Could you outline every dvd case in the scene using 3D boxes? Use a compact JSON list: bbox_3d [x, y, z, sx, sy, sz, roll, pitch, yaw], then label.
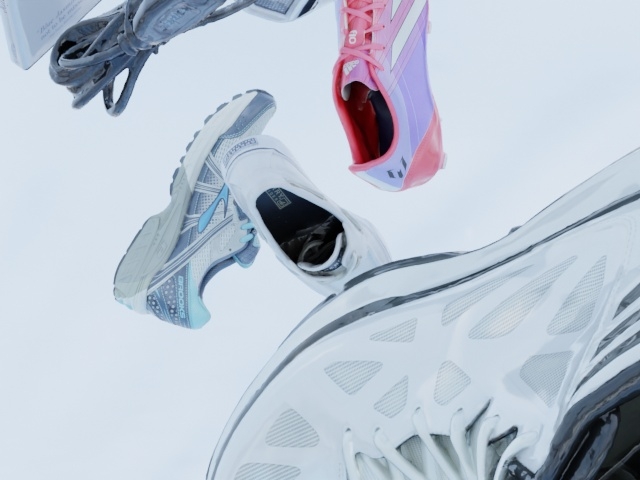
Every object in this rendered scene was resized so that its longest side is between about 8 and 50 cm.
[{"bbox_3d":[-0.198,-0.265,1.478,0.180,0.022,0.253,-47,164,-21],"label":"dvd case"}]

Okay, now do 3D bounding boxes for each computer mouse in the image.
[{"bbox_3d":[0.000,-0.106,0.608,0.193,0.042,0.106,-30,172,-43],"label":"computer mouse"}]

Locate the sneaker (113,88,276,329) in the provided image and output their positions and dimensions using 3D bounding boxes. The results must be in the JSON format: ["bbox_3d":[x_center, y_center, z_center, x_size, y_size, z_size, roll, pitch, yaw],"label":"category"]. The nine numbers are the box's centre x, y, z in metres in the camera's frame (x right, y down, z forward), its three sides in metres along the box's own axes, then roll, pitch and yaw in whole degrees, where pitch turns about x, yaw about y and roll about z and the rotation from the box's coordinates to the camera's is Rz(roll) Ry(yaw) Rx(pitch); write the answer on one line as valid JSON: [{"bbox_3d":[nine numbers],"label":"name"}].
[{"bbox_3d":[-0.108,-0.030,2.004,0.122,0.283,0.110,28,176,9],"label":"sneaker"}]

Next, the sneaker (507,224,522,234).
[{"bbox_3d":[0.258,0.003,1.638,0.051,0.170,0.089,-47,161,-59],"label":"sneaker"}]

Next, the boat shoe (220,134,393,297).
[{"bbox_3d":[0.000,0.000,1.814,0.096,0.088,0.267,-32,133,7],"label":"boat shoe"}]

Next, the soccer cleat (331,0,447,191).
[{"bbox_3d":[0.043,-0.161,1.489,0.083,0.248,0.095,-17,167,35],"label":"soccer cleat"}]

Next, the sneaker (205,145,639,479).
[{"bbox_3d":[0.082,0.116,1.037,0.447,0.169,0.257,-35,-166,25],"label":"sneaker"}]
